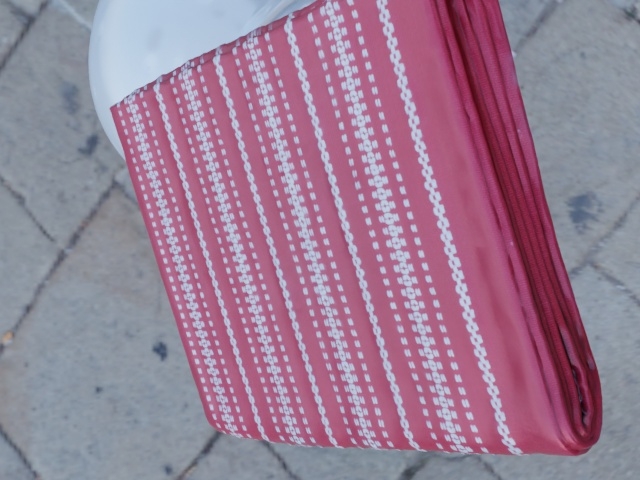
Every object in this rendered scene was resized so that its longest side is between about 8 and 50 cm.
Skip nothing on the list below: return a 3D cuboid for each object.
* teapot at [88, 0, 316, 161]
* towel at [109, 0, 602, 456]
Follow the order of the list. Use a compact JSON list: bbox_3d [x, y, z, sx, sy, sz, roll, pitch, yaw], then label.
[{"bbox_3d":[-0.032,-0.116,0.854,0.252,0.256,0.187,-44,44,-14],"label":"teapot"},{"bbox_3d":[0.000,0.000,0.537,0.275,0.031,0.199,-10,98,54],"label":"towel"}]
